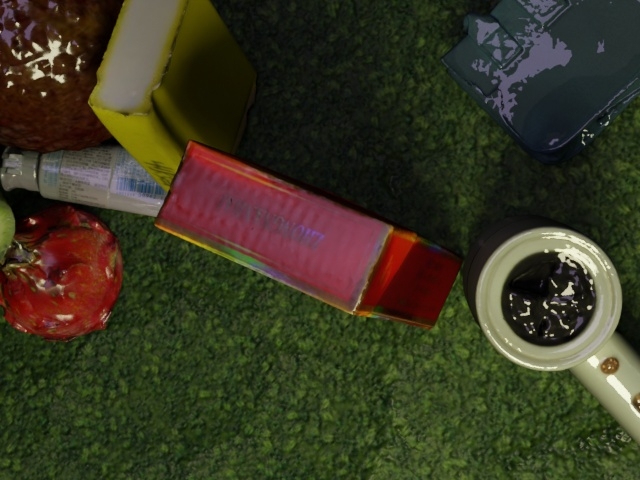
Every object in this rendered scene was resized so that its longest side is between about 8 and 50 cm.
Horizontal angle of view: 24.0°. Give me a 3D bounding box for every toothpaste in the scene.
[{"bbox_3d":[-0.219,-0.067,1.587,0.234,0.057,0.089,5,83,9],"label":"toothpaste"}]

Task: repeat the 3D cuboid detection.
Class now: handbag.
[{"bbox_3d":[0.247,-0.204,1.472,0.229,0.062,0.179,-45,72,6],"label":"handbag"}]

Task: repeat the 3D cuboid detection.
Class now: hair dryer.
[{"bbox_3d":[0.277,0.129,1.374,0.128,0.203,0.362,-43,92,4],"label":"hair dryer"}]

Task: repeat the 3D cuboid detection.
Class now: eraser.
[{"bbox_3d":[-0.138,-0.148,1.476,0.069,0.226,0.158,10,74,19],"label":"eraser"}]

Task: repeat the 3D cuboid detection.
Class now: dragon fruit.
[{"bbox_3d":[-0.288,0.034,1.563,0.153,0.111,0.153,-1,86,17],"label":"dragon fruit"}]

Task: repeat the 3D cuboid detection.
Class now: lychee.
[{"bbox_3d":[-0.282,-0.219,1.520,0.261,0.260,0.260,-2,83,15],"label":"lychee"}]

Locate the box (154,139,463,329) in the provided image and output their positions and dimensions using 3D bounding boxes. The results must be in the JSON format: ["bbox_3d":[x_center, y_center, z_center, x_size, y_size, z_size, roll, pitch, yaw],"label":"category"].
[{"bbox_3d":[0.001,0.000,1.379,0.197,0.313,0.089,25,92,16],"label":"box"}]

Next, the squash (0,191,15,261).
[{"bbox_3d":[-0.502,-0.096,1.455,0.263,0.263,0.384,-41,75,7],"label":"squash"}]
